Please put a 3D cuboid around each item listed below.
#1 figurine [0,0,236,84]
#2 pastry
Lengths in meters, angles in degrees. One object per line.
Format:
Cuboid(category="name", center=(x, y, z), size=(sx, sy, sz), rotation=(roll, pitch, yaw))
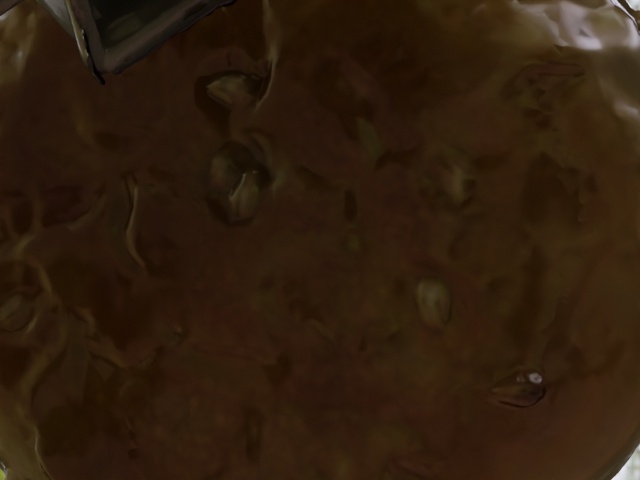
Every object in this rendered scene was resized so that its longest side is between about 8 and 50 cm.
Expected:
Cuboid(category="figurine", center=(-0.141, -0.168, 0.511), size=(0.308, 0.143, 0.308), rotation=(36, 3, -2))
Cuboid(category="pastry", center=(0.000, 0.000, 0.666), size=(0.315, 0.284, 0.184), rotation=(-3, -5, 27))
